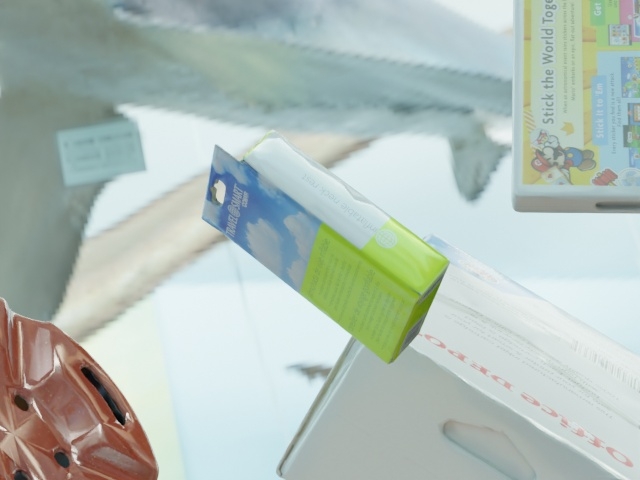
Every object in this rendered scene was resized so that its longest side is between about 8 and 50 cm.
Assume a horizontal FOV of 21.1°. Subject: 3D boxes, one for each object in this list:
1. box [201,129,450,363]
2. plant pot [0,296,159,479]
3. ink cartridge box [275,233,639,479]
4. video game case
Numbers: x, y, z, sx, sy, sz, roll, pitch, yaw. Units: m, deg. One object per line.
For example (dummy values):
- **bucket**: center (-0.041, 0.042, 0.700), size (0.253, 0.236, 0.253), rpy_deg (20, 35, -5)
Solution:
- **box**: center (0.000, 0.000, 1.211), size (0.042, 0.178, 0.109), rpy_deg (-46, -13, -28)
- **plant pot**: center (-0.251, 0.184, 1.017), size (0.265, 0.272, 0.272), rpy_deg (-40, -40, 26)
- **ink cartridge box**: center (0.153, 0.163, 1.564), size (0.166, 0.285, 0.395), rpy_deg (-60, -5, 15)
- **video game case**: center (0.233, -0.116, 1.161), size (0.206, 0.227, 0.026), rpy_deg (1, -32, 6)
